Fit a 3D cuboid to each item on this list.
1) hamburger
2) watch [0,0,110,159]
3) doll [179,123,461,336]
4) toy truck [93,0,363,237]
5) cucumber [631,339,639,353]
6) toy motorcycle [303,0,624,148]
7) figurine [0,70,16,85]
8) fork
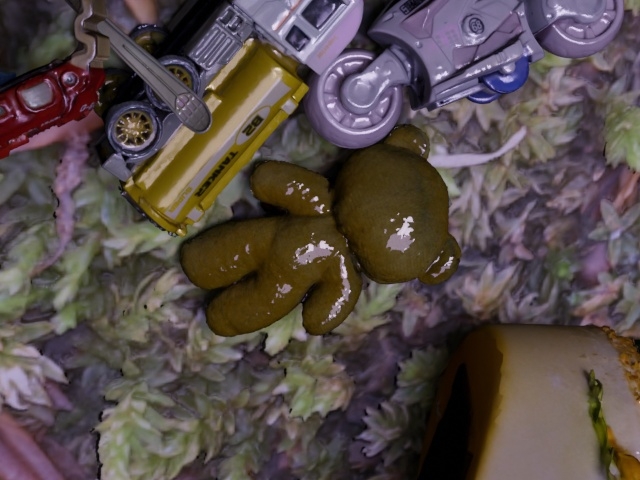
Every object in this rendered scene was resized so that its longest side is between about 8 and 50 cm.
[{"bbox_3d":[0.175,0.200,1.152,0.179,0.294,0.276,13,116,-6],"label":"hamburger"},{"bbox_3d":[-0.231,-0.180,0.920,0.164,0.102,0.268,-17,95,0],"label":"watch"},{"bbox_3d":[0.000,0.000,1.132,0.209,0.097,0.137,-19,86,7],"label":"doll"},{"bbox_3d":[-0.069,-0.117,1.041,0.114,0.098,0.227,37,98,-27],"label":"toy truck"},{"bbox_3d":[0.275,0.110,1.282,0.105,0.048,0.048,5,110,-23],"label":"cucumber"},{"bbox_3d":[0.101,-0.150,1.094,0.254,0.112,0.112,-22,117,-10],"label":"toy motorcycle"},{"bbox_3d":[-0.253,-0.090,0.998,0.114,0.079,0.114,-4,108,-12],"label":"figurine"},{"bbox_3d":[-0.151,-0.145,0.969,0.034,0.028,0.219,-45,82,1],"label":"fork"}]
